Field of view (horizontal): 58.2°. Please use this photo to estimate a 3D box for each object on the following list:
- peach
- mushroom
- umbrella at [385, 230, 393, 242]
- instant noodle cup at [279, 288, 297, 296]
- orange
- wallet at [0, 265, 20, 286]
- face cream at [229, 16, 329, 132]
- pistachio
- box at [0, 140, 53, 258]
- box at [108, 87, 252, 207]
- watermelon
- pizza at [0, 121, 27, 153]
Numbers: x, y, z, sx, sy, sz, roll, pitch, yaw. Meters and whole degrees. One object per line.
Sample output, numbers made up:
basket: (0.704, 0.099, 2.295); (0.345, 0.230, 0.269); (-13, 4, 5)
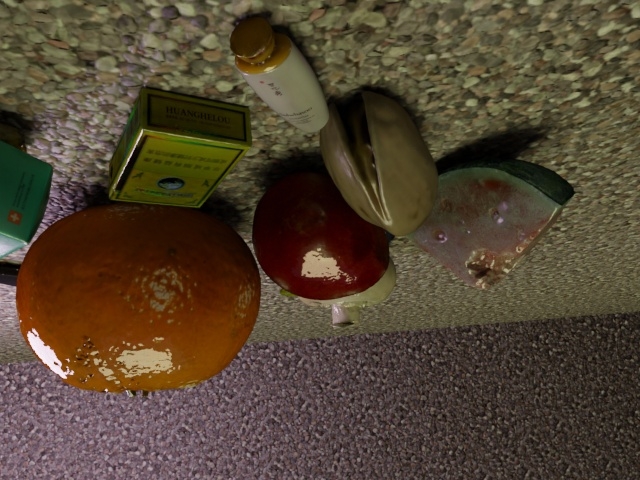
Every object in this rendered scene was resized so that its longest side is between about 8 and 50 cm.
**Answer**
peach: (0.000, 0.000, 0.939); (0.244, 0.199, 0.243); (34, 178, 1)
mushroom: (0.054, 0.105, 1.337); (0.246, 0.202, 0.246); (2, 172, 0)
umbrella: (0.132, -0.026, 1.183); (0.071, 0.070, 0.248); (-8, 166, 6)
instant noodle cup: (0.000, 0.024, 1.146); (0.182, 0.144, 0.182); (-8, 164, -2)
orange: (-0.314, 0.115, 1.038); (0.424, 0.326, 0.424); (-5, 160, -2)
wallet: (-0.700, 0.085, 1.316); (0.124, 0.025, 0.244); (-16, 163, 32)
face cream: (-0.041, -0.180, 0.652); (0.072, 0.051, 0.182); (-7, 162, 18)
pistachio: (0.084, -0.102, 0.800); (0.138, 0.153, 0.237); (-22, 128, 17)
box: (-0.505, -0.073, 0.648); (0.205, 0.118, 0.311); (-20, 146, 33)
box: (-0.200, -0.115, 0.789); (0.141, 0.064, 0.220); (4, 161, -30)
watermelon: (0.298, -0.035, 0.974); (0.148, 0.226, 0.318); (-26, -171, -35)
pizza: (-0.444, -0.123, 0.729); (0.099, 0.035, 0.160); (-19, 158, 34)
